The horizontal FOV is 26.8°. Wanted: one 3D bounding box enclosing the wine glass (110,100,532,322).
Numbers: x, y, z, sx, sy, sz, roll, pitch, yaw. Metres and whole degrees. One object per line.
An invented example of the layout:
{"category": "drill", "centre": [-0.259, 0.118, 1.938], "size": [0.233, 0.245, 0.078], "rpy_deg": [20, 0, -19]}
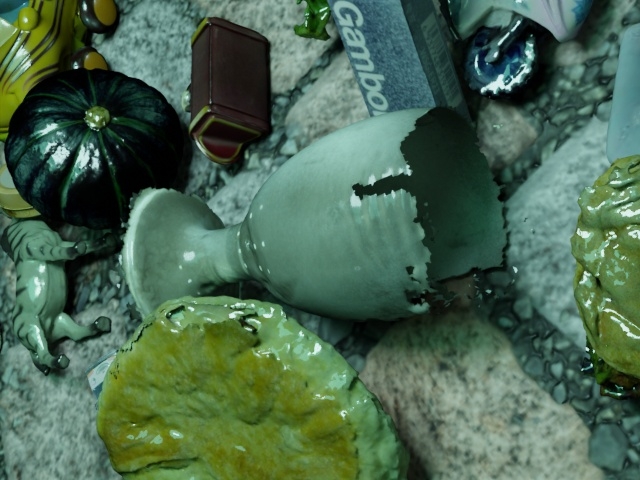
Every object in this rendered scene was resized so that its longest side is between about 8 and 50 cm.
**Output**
{"category": "wine glass", "centre": [-0.003, -0.004, 1.240], "size": [0.357, 0.190, 0.190], "rpy_deg": [-11, 67, 31]}

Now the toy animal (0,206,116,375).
{"category": "toy animal", "centre": [-0.316, 0.047, 1.528], "size": [0.176, 0.073, 0.217], "rpy_deg": [-7, 74, 41]}

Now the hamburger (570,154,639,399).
{"category": "hamburger", "centre": [0.298, 0.031, 1.063], "size": [0.183, 0.130, 0.206], "rpy_deg": [-4, 90, 37]}

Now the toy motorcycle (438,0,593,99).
{"category": "toy motorcycle", "centre": [0.200, -0.271, 1.250], "size": [0.204, 0.108, 0.239], "rpy_deg": [-26, 82, 32]}

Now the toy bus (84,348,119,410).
{"category": "toy bus", "centre": [-0.187, 0.151, 1.370], "size": [0.052, 0.102, 0.058], "rpy_deg": [-36, 58, 21]}

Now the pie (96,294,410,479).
{"category": "pie", "centre": [-0.072, 0.178, 1.219], "size": [0.306, 0.071, 0.306], "rpy_deg": [7, 112, 18]}

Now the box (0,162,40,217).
{"category": "box", "centre": [-0.330, -0.070, 1.566], "size": [0.105, 0.037, 0.105], "rpy_deg": [-13, 33, 9]}

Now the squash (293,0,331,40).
{"category": "squash", "centre": [0.030, -0.388, 1.420], "size": [0.101, 0.101, 0.379], "rpy_deg": [3, 76, 37]}

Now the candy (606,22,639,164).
{"category": "candy", "centre": [0.328, -0.124, 1.116], "size": [0.174, 0.071, 0.138], "rpy_deg": [1, 73, 35]}

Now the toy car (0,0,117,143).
{"category": "toy car", "centre": [-0.364, -0.242, 1.622], "size": [0.200, 0.142, 0.248], "rpy_deg": [-13, 64, 33]}

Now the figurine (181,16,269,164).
{"category": "figurine", "centre": [-0.115, -0.153, 1.455], "size": [0.098, 0.082, 0.154], "rpy_deg": [-21, 61, 44]}

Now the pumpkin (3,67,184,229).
{"category": "pumpkin", "centre": [-0.248, -0.103, 1.470], "size": [0.150, 0.194, 0.194], "rpy_deg": [-21, 57, 63]}

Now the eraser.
{"category": "eraser", "centre": [0.072, -0.177, 1.244], "size": [0.092, 0.212, 0.046], "rpy_deg": [13, 49, 39]}
